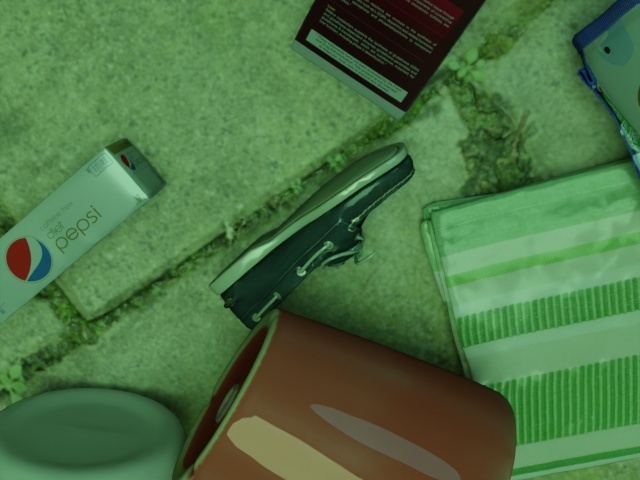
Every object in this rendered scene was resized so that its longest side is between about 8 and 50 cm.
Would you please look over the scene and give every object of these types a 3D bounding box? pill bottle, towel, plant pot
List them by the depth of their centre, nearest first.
[{"bbox_3d":[0.009,0.208,0.825,0.243,0.275,0.275,31,104,-8],"label":"plant pot"},{"bbox_3d":[0.259,0.092,0.900,0.248,0.038,0.324,-13,103,11],"label":"towel"},{"bbox_3d":[-0.258,0.361,0.916,0.210,0.210,0.362,7,105,1],"label":"pill bottle"}]

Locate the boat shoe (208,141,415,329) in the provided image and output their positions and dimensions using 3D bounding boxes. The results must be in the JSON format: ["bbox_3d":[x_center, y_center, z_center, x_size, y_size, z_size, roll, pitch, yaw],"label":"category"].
[{"bbox_3d":[0.000,0.000,0.866,0.254,0.095,0.079,-38,98,13],"label":"boat shoe"}]

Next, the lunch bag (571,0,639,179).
[{"bbox_3d":[0.438,-0.137,0.694,0.385,0.239,0.327,-34,82,41],"label":"lunch bag"}]

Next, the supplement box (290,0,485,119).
[{"bbox_3d":[0.084,-0.238,0.753,0.130,0.073,0.239,34,134,-3],"label":"supplement box"}]

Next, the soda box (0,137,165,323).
[{"bbox_3d":[-0.267,-0.012,0.887,0.216,0.074,0.069,-37,100,12],"label":"soda box"}]
